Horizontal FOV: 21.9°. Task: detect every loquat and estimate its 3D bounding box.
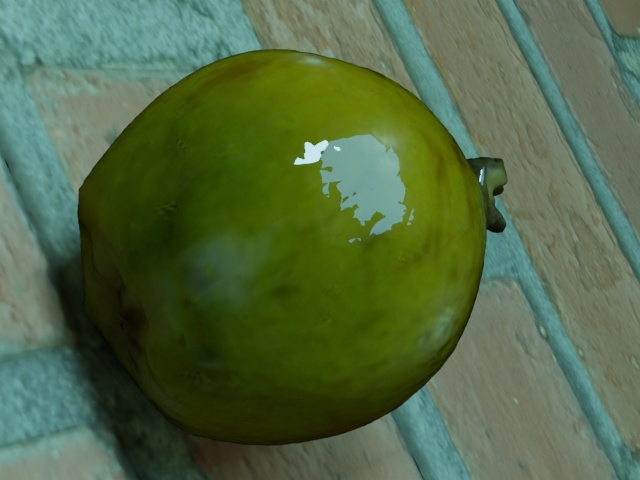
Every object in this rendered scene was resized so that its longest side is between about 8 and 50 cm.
[{"bbox_3d":[0.000,0.000,0.879,0.246,0.213,0.213,-18,76,-23],"label":"loquat"}]
